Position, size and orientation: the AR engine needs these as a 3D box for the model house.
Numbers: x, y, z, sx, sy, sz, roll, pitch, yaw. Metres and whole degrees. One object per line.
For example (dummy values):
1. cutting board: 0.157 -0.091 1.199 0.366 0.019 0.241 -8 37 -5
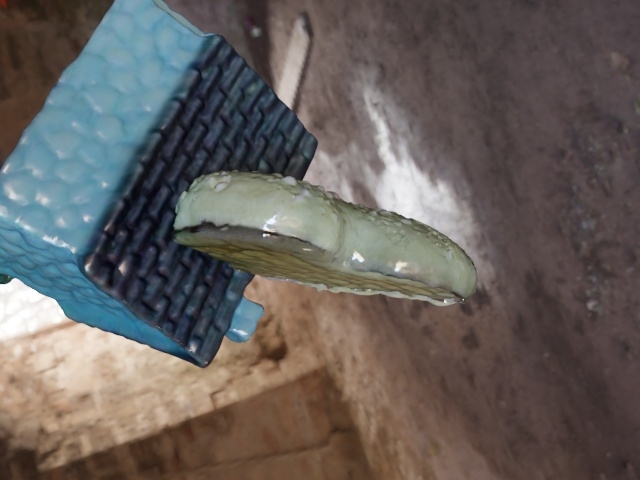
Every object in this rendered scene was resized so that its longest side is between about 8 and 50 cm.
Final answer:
1. model house: -0.133 -0.044 0.909 0.241 0.261 0.226 29 157 -8

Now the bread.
1. bread: 0.000 0.000 0.790 0.172 0.232 0.064 167 117 -67
